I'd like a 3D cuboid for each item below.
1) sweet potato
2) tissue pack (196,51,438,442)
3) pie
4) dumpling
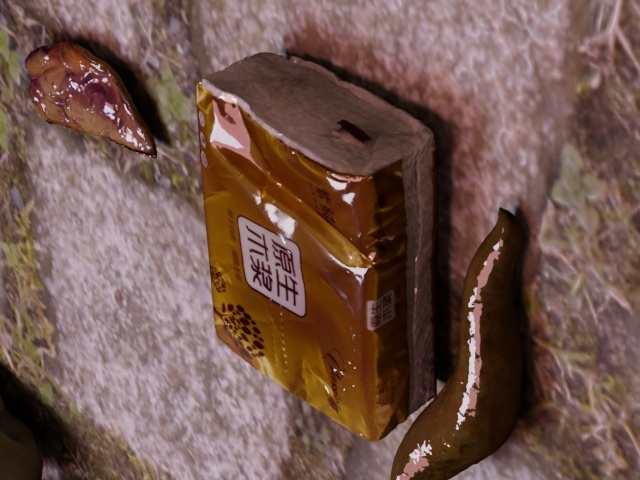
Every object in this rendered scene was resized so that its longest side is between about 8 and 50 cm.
[{"bbox_3d":[0.107,0.090,1.165,0.069,0.059,0.249,26,124,13],"label":"sweet potato"},{"bbox_3d":[0.000,0.000,1.209,0.183,0.092,0.226,28,136,38],"label":"tissue pack"},{"bbox_3d":[-0.195,-0.119,1.427,0.170,0.034,0.092,15,128,48],"label":"pie"},{"bbox_3d":[-0.348,0.220,1.817,0.086,0.166,0.332,27,175,-24],"label":"dumpling"}]
